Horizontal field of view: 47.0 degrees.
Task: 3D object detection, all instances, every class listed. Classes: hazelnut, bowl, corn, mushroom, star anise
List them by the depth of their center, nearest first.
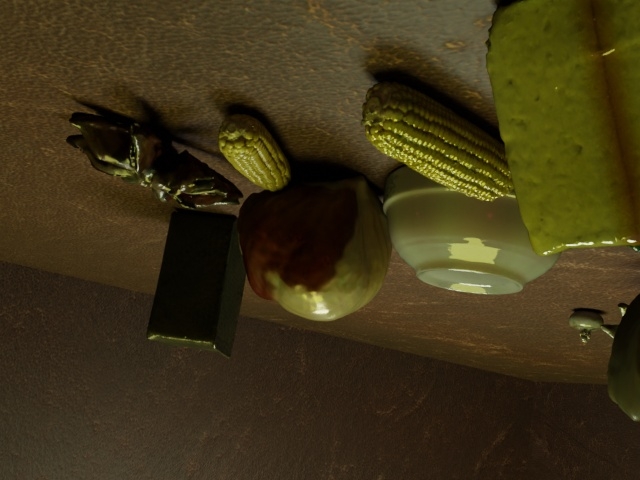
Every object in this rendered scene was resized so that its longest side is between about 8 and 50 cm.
[{"bbox_3d":[0.143,-0.109,0.858,0.248,0.081,0.081,21,162,-40],"label":"corn"},{"bbox_3d":[-0.088,-0.117,1.014,0.067,0.067,0.206,6,168,14],"label":"corn"},{"bbox_3d":[-0.237,-0.111,1.081,0.288,0.088,0.288,24,171,4],"label":"star anise"},{"bbox_3d":[0.229,-0.006,1.097,0.287,0.144,0.287,9,167,2],"label":"bowl"},{"bbox_3d":[0.000,0.000,1.155,0.261,0.241,0.261,19,-165,-5],"label":"hazelnut"},{"bbox_3d":[0.666,0.217,1.845,0.085,0.079,0.085,6,165,1],"label":"mushroom"}]

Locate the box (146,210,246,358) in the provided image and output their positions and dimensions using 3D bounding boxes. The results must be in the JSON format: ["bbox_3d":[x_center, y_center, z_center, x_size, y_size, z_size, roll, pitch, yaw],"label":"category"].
[{"bbox_3d":[-0.246,0.094,1.531,0.143,0.273,0.184,7,166,7],"label":"box"}]

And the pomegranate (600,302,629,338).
[{"bbox_3d":[0.695,0.224,1.384,0.323,0.291,0.290,-8,177,-33],"label":"pomegranate"}]

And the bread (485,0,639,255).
[{"bbox_3d":[0.357,-0.132,0.692,0.233,0.245,0.361,-7,-171,45],"label":"bread"}]

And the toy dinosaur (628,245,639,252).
[{"bbox_3d":[0.584,0.000,1.033,0.292,0.079,0.120,-5,162,35],"label":"toy dinosaur"}]

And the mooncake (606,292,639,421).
[{"bbox_3d":[0.668,0.209,1.148,0.394,0.393,0.246,-28,167,-8],"label":"mooncake"}]
